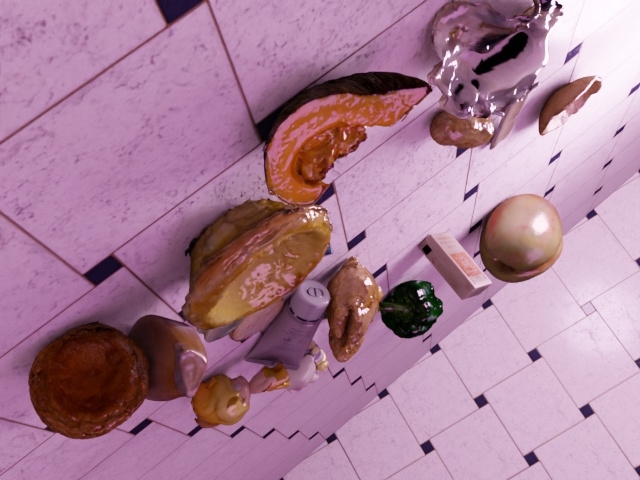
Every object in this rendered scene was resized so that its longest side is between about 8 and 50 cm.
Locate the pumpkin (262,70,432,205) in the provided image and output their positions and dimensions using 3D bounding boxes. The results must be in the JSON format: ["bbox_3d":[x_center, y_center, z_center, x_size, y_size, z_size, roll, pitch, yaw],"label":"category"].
[{"bbox_3d":[0.005,-0.192,1.086,0.278,0.111,0.163,-42,144,9],"label":"pumpkin"}]

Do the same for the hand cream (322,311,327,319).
[{"bbox_3d":[0.035,0.191,1.995,0.165,0.037,0.057,-7,141,-47],"label":"hand cream"}]

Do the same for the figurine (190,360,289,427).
[{"bbox_3d":[-0.194,0.366,1.784,0.246,0.131,0.156,-21,-165,-9],"label":"figurine"}]

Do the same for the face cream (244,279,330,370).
[{"bbox_3d":[-0.069,0.219,1.766,0.143,0.089,0.314,13,133,-18],"label":"face cream"}]

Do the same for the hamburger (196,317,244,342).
[{"bbox_3d":[-0.202,0.168,1.497,0.084,0.054,0.121,-54,163,27],"label":"hamburger"}]

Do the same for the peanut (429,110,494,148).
[{"bbox_3d":[0.286,-0.229,1.507,0.193,0.089,0.089,-4,139,-52],"label":"peanut"}]

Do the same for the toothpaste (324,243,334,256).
[{"bbox_3d":[0.000,0.000,1.534,0.057,0.034,0.197,-21,158,-7],"label":"toothpaste"}]

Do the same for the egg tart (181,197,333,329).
[{"bbox_3d":[-0.120,0.027,1.259,0.315,0.120,0.315,-33,159,-14],"label":"egg tart"}]

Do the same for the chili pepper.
[{"bbox_3d":[0.263,0.216,2.257,0.174,0.165,0.261,-39,161,31],"label":"chili pepper"}]

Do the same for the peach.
[{"bbox_3d":[0.632,-0.012,2.335,0.292,0.247,0.292,-40,140,-45],"label":"peach"}]

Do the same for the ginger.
[{"bbox_3d":[0.100,0.181,1.830,0.166,0.236,0.375,-16,158,18],"label":"ginger"}]

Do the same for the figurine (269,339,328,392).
[{"bbox_3d":[-0.061,0.343,2.013,0.155,0.127,0.235,-47,166,-10],"label":"figurine"}]

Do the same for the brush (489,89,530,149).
[{"bbox_3d":[0.415,-0.284,1.673,0.060,0.050,0.321,-42,167,-5],"label":"brush"}]

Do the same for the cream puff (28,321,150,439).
[{"bbox_3d":[-0.371,0.237,1.200,0.183,0.183,0.169,-31,170,-25],"label":"cream puff"}]

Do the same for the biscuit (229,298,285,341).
[{"bbox_3d":[-0.141,0.175,1.658,0.152,0.020,0.152,-35,159,-16],"label":"biscuit"}]

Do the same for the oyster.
[{"bbox_3d":[0.314,-0.339,1.295,0.351,0.115,0.238,-34,150,-31],"label":"oyster"}]

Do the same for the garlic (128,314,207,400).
[{"bbox_3d":[-0.260,0.197,1.241,0.112,0.143,0.318,6,170,-22],"label":"garlic"}]

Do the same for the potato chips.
[{"bbox_3d":[0.617,-0.350,1.860,0.208,0.062,0.195,-42,165,0],"label":"potato chips"}]

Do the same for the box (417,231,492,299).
[{"bbox_3d":[0.382,0.069,2.101,0.058,0.201,0.141,-46,158,26],"label":"box"}]
